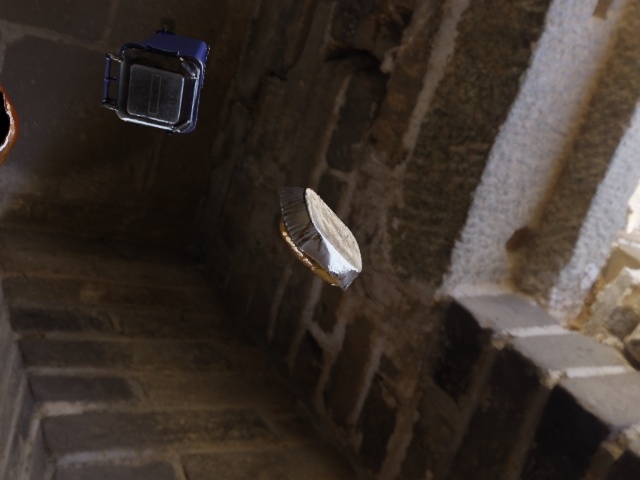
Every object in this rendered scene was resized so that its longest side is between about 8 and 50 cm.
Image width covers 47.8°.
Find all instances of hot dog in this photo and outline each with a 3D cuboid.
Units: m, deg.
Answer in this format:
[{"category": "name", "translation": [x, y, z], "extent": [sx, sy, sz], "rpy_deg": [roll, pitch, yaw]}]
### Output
[{"category": "hot dog", "translation": [0.000, 0.000, 1.325], "extent": [0.075, 0.144, 0.268], "rpy_deg": [-16, 143, 19]}]

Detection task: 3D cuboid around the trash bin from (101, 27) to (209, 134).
[{"category": "trash bin", "translation": [-0.318, -0.332, 1.450], "extent": [0.184, 0.234, 0.163], "rpy_deg": [13, 120, -5]}]

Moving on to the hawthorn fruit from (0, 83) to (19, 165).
[{"category": "hawthorn fruit", "translation": [-0.425, -0.150, 0.821], "extent": [0.148, 0.148, 0.172], "rpy_deg": [-17, 144, -24]}]
